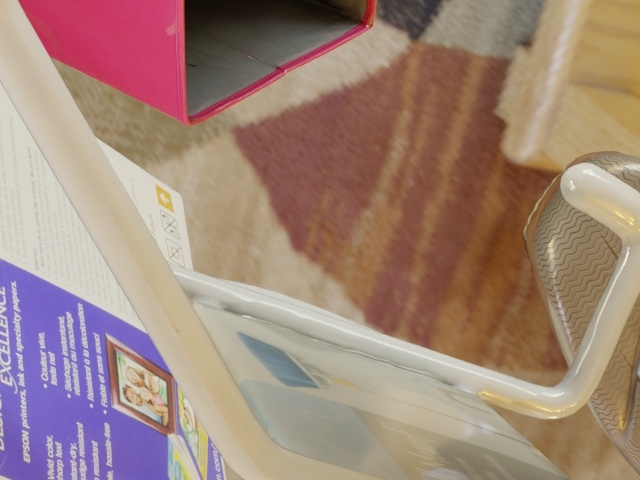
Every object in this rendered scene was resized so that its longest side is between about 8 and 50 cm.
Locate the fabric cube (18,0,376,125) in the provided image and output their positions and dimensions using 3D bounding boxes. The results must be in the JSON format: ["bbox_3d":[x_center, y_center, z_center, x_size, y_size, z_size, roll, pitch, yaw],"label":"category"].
[{"bbox_3d":[-0.122,-0.291,1.498,0.259,0.258,0.254,-33,139,-41],"label":"fabric cube"}]

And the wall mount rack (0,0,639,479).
[{"bbox_3d":[0.000,0.000,0.515,0.304,0.350,0.130,20,96,-17],"label":"wall mount rack"}]

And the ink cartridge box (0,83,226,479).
[{"bbox_3d":[-0.119,0.028,0.721,0.045,0.206,0.208,-25,145,21],"label":"ink cartridge box"}]

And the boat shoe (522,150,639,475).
[{"bbox_3d":[0.195,0.079,0.812,0.123,0.116,0.324,-46,114,-4],"label":"boat shoe"}]
